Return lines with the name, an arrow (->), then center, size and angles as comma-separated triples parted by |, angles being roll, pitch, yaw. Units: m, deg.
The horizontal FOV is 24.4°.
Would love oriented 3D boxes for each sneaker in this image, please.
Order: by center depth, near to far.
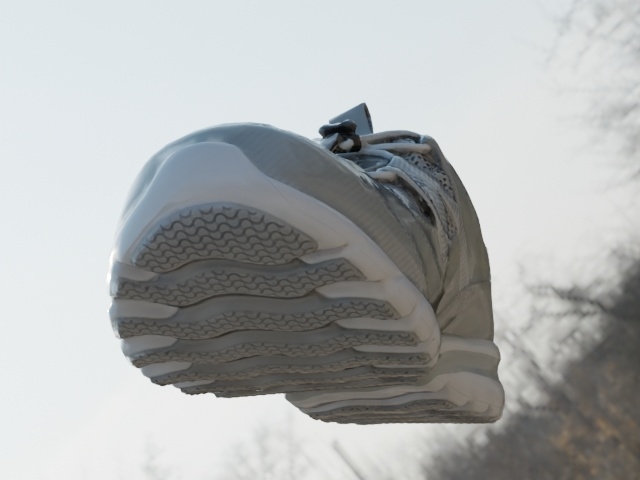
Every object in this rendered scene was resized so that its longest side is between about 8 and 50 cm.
sneaker -> 0.000, 0.000, 0.542 | 0.105, 0.115, 0.281 | -4, -14, 14
